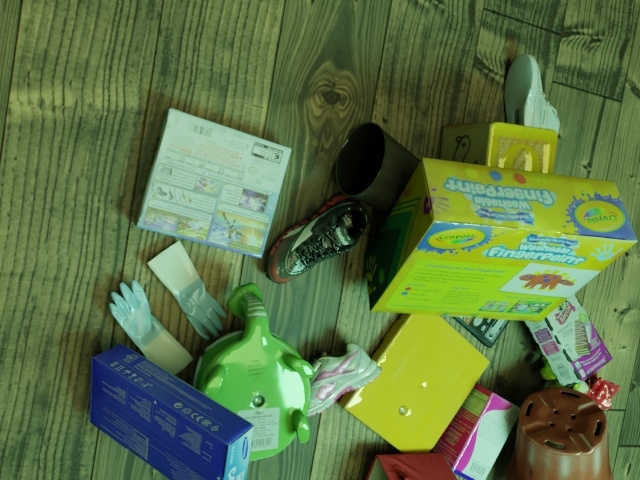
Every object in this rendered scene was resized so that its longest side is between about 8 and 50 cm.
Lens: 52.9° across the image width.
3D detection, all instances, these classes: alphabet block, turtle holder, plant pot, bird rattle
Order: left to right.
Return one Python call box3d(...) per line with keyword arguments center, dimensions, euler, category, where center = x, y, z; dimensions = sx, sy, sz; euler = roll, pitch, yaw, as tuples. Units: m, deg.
box3d(center=(-0.163, 0.277, 1.319), dimensions=(0.243, 0.227, 0.321), euler=(-31, 107, -15), category="turtle holder")
box3d(center=(0.411, -0.174, 1.516), dimensions=(0.193, 0.197, 0.193), euler=(1, 96, -22), category="alphabet block")
box3d(center=(0.601, 0.527, 1.604), dimensions=(0.272, 0.272, 0.265), euler=(-25, 127, -18), category="plant pot")
box3d(center=(0.684, 0.429, 1.776), dimensions=(0.253, 0.143, 0.207), euler=(31, 96, -36), category="bird rattle")

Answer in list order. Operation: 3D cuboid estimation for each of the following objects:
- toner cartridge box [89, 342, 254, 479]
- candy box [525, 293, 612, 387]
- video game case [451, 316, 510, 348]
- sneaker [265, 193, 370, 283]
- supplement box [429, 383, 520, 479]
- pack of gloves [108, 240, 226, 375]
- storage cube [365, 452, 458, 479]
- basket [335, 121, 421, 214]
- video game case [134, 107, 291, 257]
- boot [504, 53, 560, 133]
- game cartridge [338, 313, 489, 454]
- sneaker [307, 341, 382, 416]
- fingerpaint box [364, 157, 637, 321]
box3d(center=(-0.289, 0.344, 1.207), dimensions=(0.075, 0.347, 0.165), euler=(-27, 134, -52), category="toner cartridge box")
box3d(center=(0.630, 0.238, 1.657), dimensions=(0.159, 0.071, 0.234), euler=(-19, 76, -37), category="candy box")
box3d(center=(0.429, 0.097, 1.648), dimensions=(0.248, 0.035, 0.275), euler=(40, 82, -22), category="video game case")
box3d(center=(0.000, -0.001, 1.402), dimensions=(0.276, 0.135, 0.098), euler=(-38, 111, -13), category="sneaker")
box3d(center=(0.395, 0.489, 1.642), dimensions=(0.111, 0.114, 0.220), euler=(33, 85, -22), category="supplement box")
box3d(center=(-0.319, 0.147, 1.348), dimensions=(0.195, 0.046, 0.232), euler=(-40, 113, -26), category="pack of gloves")
box3d(center=(0.221, 0.637, 1.522), dimensions=(0.193, 0.184, 0.215), euler=(7, 115, -23), category="storage cube")
box3d(center=(0.169, -0.133, 1.443), dimensions=(0.226, 0.204, 0.154), euler=(27, 124, -32), category="basket")
box3d(center=(-0.220, -0.113, 1.334), dimensions=(0.269, 0.061, 0.245), euler=(16, 89, -23), category="video game case")
box3d(center=(0.537, -0.335, 1.615), dimensions=(0.123, 0.095, 0.259), euler=(-9, 109, -27), category="boot")
box3d(center=(0.238, 0.350, 1.597), dimensions=(0.285, 0.052, 0.324), euler=(42, 78, -22), category="game cartridge")
box3d(center=(0.009, 0.318, 1.472), dimensions=(0.252, 0.103, 0.111), euler=(-30, 83, -8), category="sneaker")
box3d(center=(0.363, 0.015, 1.393), dimensions=(0.444, 0.371, 0.163), euler=(4, 56, -14), category="fingerpaint box")
